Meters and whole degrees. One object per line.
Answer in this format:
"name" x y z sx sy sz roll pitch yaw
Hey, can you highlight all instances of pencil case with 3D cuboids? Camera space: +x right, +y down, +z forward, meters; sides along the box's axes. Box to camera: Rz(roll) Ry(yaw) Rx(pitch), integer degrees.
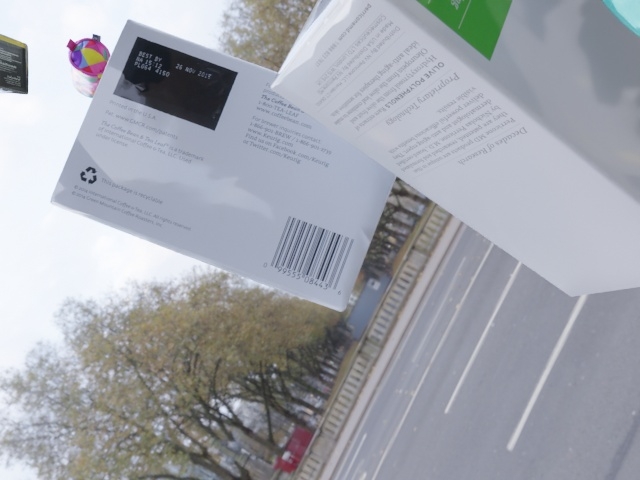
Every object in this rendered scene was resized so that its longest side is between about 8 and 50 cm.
"pencil case" -0.586 -0.437 1.375 0.104 0.104 0.236 -61 18 -13

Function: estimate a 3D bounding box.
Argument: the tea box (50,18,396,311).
"tea box" -0.090 -0.066 0.704 0.323 0.329 0.219 82 -152 -85

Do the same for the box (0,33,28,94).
"box" -0.553 -0.231 0.614 0.322 0.257 0.079 -34 -54 -80

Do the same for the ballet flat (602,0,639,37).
"ballet flat" 0.173 -0.208 0.302 0.083 0.247 0.087 -28 -15 0

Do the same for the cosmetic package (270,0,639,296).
"cosmetic package" 0.170 -0.124 0.460 0.155 0.366 0.196 -27 37 61
